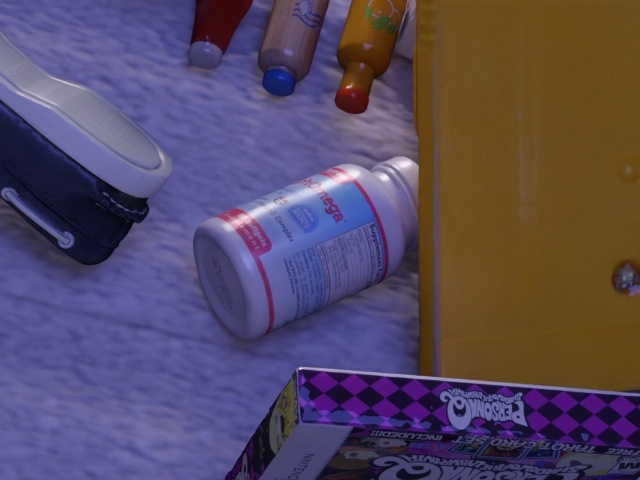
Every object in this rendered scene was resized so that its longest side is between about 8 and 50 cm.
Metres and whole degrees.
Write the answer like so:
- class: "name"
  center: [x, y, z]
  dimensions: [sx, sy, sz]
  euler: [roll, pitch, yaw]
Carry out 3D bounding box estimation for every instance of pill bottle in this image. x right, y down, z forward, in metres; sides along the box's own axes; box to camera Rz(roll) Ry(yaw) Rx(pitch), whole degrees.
- class: "pill bottle"
  center: [0.000, 0.000, 1.342]
  dimensions: [0.160, 0.087, 0.087]
  euler: [-24, 74, -24]

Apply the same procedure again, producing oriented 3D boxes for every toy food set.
- class: "toy food set"
  center: [-0.054, -0.181, 1.389]
  dimensions: [0.232, 0.111, 0.104]
  euler: [35, 56, -34]

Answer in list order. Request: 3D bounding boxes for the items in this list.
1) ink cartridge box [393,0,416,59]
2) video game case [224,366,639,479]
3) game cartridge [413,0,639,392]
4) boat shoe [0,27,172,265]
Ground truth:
- class: "ink cartridge box"
  center: [0.145, -0.255, 1.452]
  dimensions: [0.100, 0.172, 0.237]
  euler: [20, 63, -7]
- class: "video game case"
  center: [0.073, 0.140, 1.227]
  dimensions: [0.232, 0.210, 0.041]
  euler: [6, 65, -13]
- class: "game cartridge"
  center: [0.202, -0.054, 1.346]
  dimensions: [0.285, 0.053, 0.323]
  euler: [-5, 102, -18]
- class: "boat shoe"
  center: [-0.242, -0.102, 1.315]
  dimensions: [0.302, 0.091, 0.114]
  euler: [40, 18, 11]
